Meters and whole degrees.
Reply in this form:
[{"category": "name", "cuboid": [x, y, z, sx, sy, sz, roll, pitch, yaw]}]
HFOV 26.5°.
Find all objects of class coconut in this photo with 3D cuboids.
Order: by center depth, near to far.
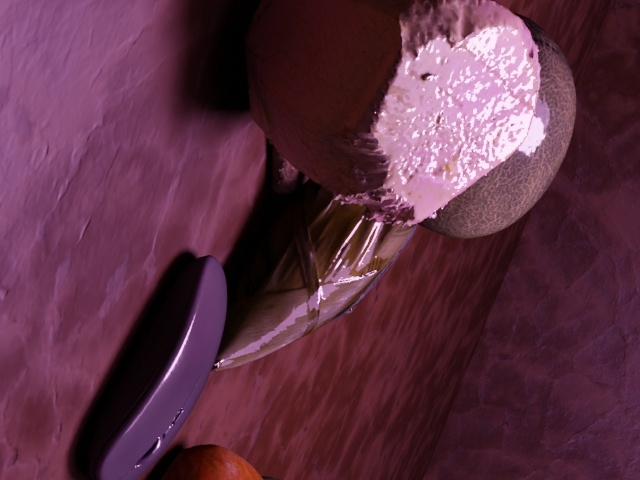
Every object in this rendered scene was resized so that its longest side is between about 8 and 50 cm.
[{"category": "coconut", "cuboid": [0.048, -0.146, 1.190, 0.233, 0.245, 0.233, -17, 125, -26]}]

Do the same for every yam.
[{"category": "yam", "cuboid": [-0.034, -0.101, 1.341, 0.032, 0.032, 0.145, -58, 163, -33]}]

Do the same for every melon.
[{"category": "melon", "cuboid": [0.181, -0.137, 1.643, 0.237, 0.237, 0.302, -56, 166, -39]}]

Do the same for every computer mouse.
[{"category": "computer mouse", "cuboid": [-0.138, 0.123, 1.242, 0.232, 0.057, 0.120, -63, 164, -20]}]

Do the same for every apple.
[{"category": "apple", "cuboid": [-0.123, 0.321, 1.437, 0.173, 0.160, 0.195, -86, -165, -61]}]

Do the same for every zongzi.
[{"category": "zongzi", "cuboid": [0.000, 0.000, 1.380, 0.251, 0.125, 0.274, -60, 166, 28]}]

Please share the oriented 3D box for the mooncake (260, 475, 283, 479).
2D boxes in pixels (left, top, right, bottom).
[{"category": "mooncake", "cuboid": [-0.075, 0.469, 1.652, 0.356, 0.194, 0.356, 14, 90, -80]}]
